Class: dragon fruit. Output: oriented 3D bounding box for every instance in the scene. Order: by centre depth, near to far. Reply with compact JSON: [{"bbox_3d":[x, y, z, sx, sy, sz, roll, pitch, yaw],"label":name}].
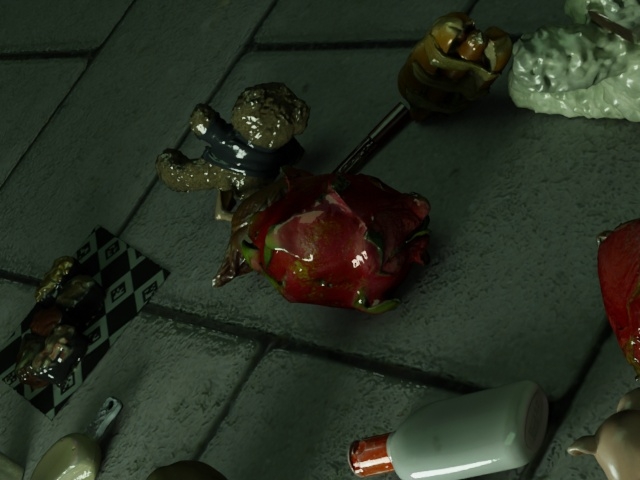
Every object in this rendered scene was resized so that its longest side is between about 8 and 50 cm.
[{"bbox_3d":[0.310,0.069,1.290,0.127,0.120,0.161,-24,44,39],"label":"dragon fruit"},{"bbox_3d":[0.017,-0.007,1.663,0.200,0.198,0.269,-19,8,-14],"label":"dragon fruit"}]

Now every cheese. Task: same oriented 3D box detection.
[{"bbox_3d":[-0.320,0.286,1.815,0.171,0.047,0.092,-44,34,2],"label":"cheese"}]

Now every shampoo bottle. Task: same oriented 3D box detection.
[{"bbox_3d":[0.126,0.205,1.399,0.221,0.051,0.108,-19,31,34],"label":"shampoo bottle"}]

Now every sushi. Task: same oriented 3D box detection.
[{"bbox_3d":[-0.391,0.103,2.080,0.292,0.059,0.294,-53,33,-11],"label":"sushi"}]

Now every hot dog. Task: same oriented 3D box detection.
[{"bbox_3d":[0.160,-0.211,1.712,0.269,0.109,0.072,130,159,-70],"label":"hot dog"}]

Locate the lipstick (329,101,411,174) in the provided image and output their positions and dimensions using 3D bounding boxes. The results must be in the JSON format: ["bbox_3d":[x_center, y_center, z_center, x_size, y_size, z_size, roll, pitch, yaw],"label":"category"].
[{"bbox_3d":[0.055,-0.118,1.853,0.176,0.027,0.027,-45,33,5],"label":"lipstick"}]

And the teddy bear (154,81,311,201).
[{"bbox_3d":[-0.110,-0.122,1.927,0.251,0.182,0.129,-44,56,42],"label":"teddy bear"}]

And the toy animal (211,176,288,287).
[{"bbox_3d":[-0.070,-0.008,1.827,0.179,0.089,0.188,8,61,44],"label":"toy animal"}]

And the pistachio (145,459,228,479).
[{"bbox_3d":[-0.163,0.355,1.488,0.153,0.138,0.238,5,59,28],"label":"pistachio"}]

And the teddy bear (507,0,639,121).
[{"bbox_3d":[0.302,-0.304,1.474,0.327,0.362,0.375,-51,35,-8],"label":"teddy bear"}]

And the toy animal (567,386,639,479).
[{"bbox_3d":[0.303,0.185,1.205,0.150,0.083,0.089,4,99,39],"label":"toy animal"}]

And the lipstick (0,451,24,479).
[{"bbox_3d":[-0.518,0.276,1.856,0.077,0.253,0.079,-22,41,34],"label":"lipstick"}]
